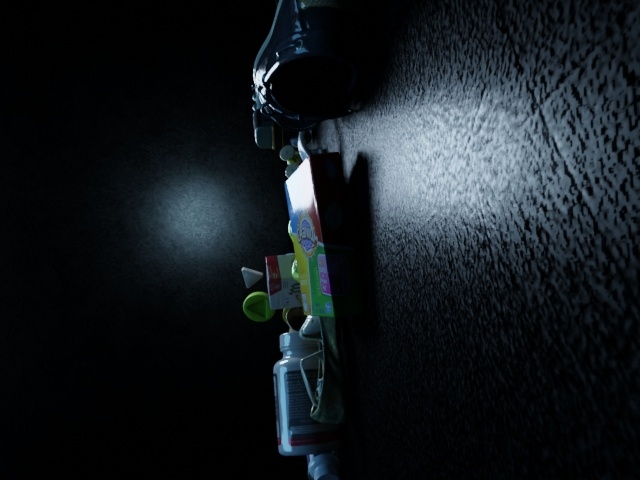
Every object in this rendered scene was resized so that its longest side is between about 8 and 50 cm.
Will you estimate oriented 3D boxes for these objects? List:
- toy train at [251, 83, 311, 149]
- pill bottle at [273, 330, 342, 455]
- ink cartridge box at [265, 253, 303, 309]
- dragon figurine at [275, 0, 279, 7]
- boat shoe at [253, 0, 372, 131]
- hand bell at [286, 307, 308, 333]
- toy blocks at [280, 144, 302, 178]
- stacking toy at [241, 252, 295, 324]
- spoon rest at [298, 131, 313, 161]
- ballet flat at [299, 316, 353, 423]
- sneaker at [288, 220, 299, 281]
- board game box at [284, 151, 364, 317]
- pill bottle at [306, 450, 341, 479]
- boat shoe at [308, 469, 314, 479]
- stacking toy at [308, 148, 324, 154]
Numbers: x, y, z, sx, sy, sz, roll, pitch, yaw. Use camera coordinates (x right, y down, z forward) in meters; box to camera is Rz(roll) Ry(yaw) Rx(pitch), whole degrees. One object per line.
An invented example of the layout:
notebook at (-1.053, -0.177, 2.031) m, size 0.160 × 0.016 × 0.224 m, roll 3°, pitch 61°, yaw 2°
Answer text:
toy train at (-0.129, -0.438, 1.675) m, size 0.142 × 0.190 × 0.333 m, roll 98°, pitch 167°, yaw -56°
pill bottle at (-0.040, 0.418, 1.408) m, size 0.176 × 0.176 × 0.318 m, roll 107°, pitch 158°, yaw -72°
ink cartridge box at (-0.082, 0.129, 1.629) m, size 0.127 × 0.176 × 0.128 m, roll -107°, pitch 14°, yaw -54°
dragon figurine at (0.004, -0.419, 0.985) m, size 0.289 × 0.144 × 0.085 m, roll 55°, pitch -156°, yaw -64°
boat shoe at (-0.027, -0.290, 0.929) m, size 0.500 × 0.187 × 0.156 m, roll 145°, pitch 128°, yaw -76°
hand bell at (-0.090, 0.351, 1.745) m, size 0.126 × 0.126 × 0.242 m, roll -101°, pitch 27°, yaw -48°
toy blocks at (-0.066, -0.225, 1.632) m, size 0.148 × 0.054 × 0.123 m, roll 35°, pitch -146°, yaw -61°
stacking toy at (-0.172, 0.194, 2.078) m, size 0.130 × 0.280 × 0.308 m, roll -82°, pitch -9°, yaw -65°
spoon rest at (-0.008, -0.185, 1.233) m, size 0.137 × 0.084 × 0.276 m, roll 111°, pitch 156°, yaw -75°
ballet flat at (0.005, 0.258, 1.213) m, size 0.123 × 0.123 × 0.348 m, roll 111°, pitch 155°, yaw -75°
sneaker at (-0.027, -0.003, 1.512) m, size 0.295 × 0.109 × 0.123 m, roll -98°, pitch 31°, yaw -45°
board game box at (0.000, 0.000, 1.076) m, size 0.242 × 0.064 × 0.316 m, roll 154°, pitch 108°, yaw -73°
pill bottle at (0.008, 0.628, 1.462) m, size 0.169 × 0.094 × 0.094 m, roll -107°, pitch 15°, yaw -65°
boat shoe at (0.002, 0.746, 1.629) m, size 0.068 × 0.081 × 0.227 m, roll -99°, pitch 11°, yaw -69°
stacking toy at (-0.023, -0.186, 1.495) m, size 0.221 × 0.052 × 0.166 m, roll -121°, pitch 28°, yaw -77°
